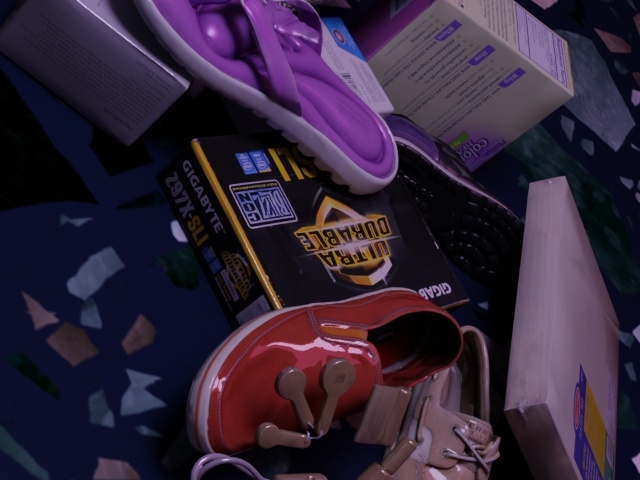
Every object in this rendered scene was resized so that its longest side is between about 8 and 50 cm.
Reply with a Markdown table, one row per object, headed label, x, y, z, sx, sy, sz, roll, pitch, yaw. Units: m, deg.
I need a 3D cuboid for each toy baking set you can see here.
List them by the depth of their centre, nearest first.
| label | x | y | z | sx | sy | sz | roll | pitch | yaw |
| --- | --- | --- | --- | --- | --- | --- | --- | --- | --- |
| toy baking set | -0.021 | 0.216 | 1.212 | 0.197 | 0.256 | 0.030 | 45 | -9 | -35 |

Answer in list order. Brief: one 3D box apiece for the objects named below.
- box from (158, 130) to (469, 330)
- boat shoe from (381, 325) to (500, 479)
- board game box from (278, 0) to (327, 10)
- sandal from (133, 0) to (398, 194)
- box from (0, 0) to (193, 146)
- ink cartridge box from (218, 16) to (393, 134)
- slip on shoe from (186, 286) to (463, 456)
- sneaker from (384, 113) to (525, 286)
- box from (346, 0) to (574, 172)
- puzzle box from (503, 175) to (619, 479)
| label | x | y | z | sx | sy | sz | roll | pitch | yaw |
| --- | --- | --- | --- | --- | --- | --- | --- | --- | --- |
| box | 0.000 | 0.000 | 1.474 | 0.322 | 0.079 | 0.257 | -10 | 66 | -50 |
| boat shoe | 0.139 | 0.221 | 1.417 | 0.109 | 0.098 | 0.302 | 33 | 40 | -24 |
| board game box | 0.029 | -0.423 | 1.622 | 0.291 | 0.141 | 0.232 | -17 | 40 | -12 |
| sandal | -0.035 | -0.206 | 1.408 | 0.416 | 0.102 | 0.169 | 36 | 40 | -38 |
| box | -0.219 | -0.233 | 1.394 | 0.182 | 0.119 | 0.181 | 37 | 39 | -19 |
| ink cartridge box | -0.027 | -0.190 | 1.594 | 0.203 | 0.086 | 0.148 | -12 | 70 | -50 |
| slip on shoe | 0.010 | 0.122 | 1.261 | 0.331 | 0.101 | 0.123 | -16 | 110 | -40 |
| sneaker | 0.180 | -0.064 | 1.704 | 0.283 | 0.107 | 0.124 | 41 | 32 | -15 |
| box | 0.172 | -0.230 | 1.735 | 0.243 | 0.213 | 0.117 | 31 | 40 | -26 |
| puzzle box | 0.303 | 0.147 | 1.604 | 0.409 | 0.052 | 0.272 | -73 | 145 | -49 |
